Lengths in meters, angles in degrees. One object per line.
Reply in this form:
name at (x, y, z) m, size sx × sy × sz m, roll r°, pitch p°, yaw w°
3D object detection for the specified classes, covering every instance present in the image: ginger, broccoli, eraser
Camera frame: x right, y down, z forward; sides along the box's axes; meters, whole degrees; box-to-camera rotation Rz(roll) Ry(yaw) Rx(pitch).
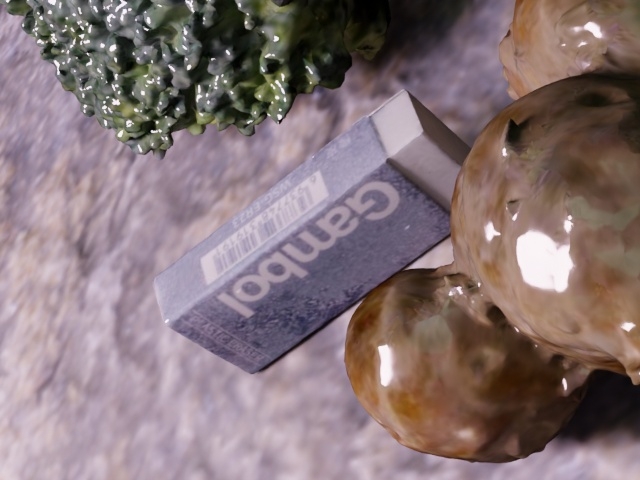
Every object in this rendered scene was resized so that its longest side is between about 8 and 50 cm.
ginger at (0.157, -0.054, 0.675) m, size 0.256 × 0.176 × 0.375 m, roll 3°, pitch 66°, yaw 60°
broccoli at (-0.070, -0.217, 0.959) m, size 0.293 × 0.348 × 0.281 m, roll 34°, pitch 52°, yaw 11°
eraser at (0.000, 0.000, 0.838) m, size 0.212 × 0.092 × 0.046 m, roll -37°, pitch 45°, yaw 19°
